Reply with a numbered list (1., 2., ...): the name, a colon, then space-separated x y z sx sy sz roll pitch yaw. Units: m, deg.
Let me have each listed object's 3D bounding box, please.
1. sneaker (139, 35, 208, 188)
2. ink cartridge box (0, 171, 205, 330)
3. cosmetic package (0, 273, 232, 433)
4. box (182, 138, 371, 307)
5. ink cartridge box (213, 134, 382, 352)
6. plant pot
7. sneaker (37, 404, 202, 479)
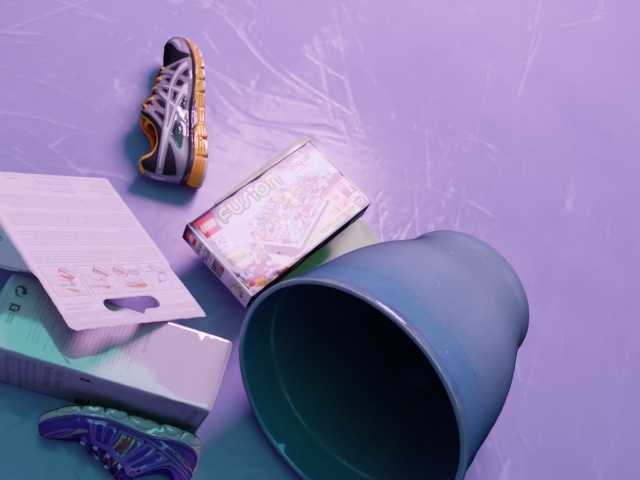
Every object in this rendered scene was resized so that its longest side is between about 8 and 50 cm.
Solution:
1. sneaker: -0.189 -0.169 1.005 0.083 0.084 0.215 0 65 -15
2. ink cartridge box: -0.249 0.019 0.827 0.225 0.056 0.181 51 26 24
3. cosmetic package: -0.220 0.123 0.822 0.231 0.117 0.085 20 60 -9
4. box: -0.049 -0.025 0.945 0.114 0.036 0.207 46 59 8
5. ink cartridge box: 0.000 0.000 1.005 0.235 0.056 0.171 44 58 7
6. plant pot: 0.094 0.117 0.873 0.272 0.271 0.255 49 43 8
7. sneaker: -0.206 0.213 0.811 0.170 0.068 0.071 18 65 -12
